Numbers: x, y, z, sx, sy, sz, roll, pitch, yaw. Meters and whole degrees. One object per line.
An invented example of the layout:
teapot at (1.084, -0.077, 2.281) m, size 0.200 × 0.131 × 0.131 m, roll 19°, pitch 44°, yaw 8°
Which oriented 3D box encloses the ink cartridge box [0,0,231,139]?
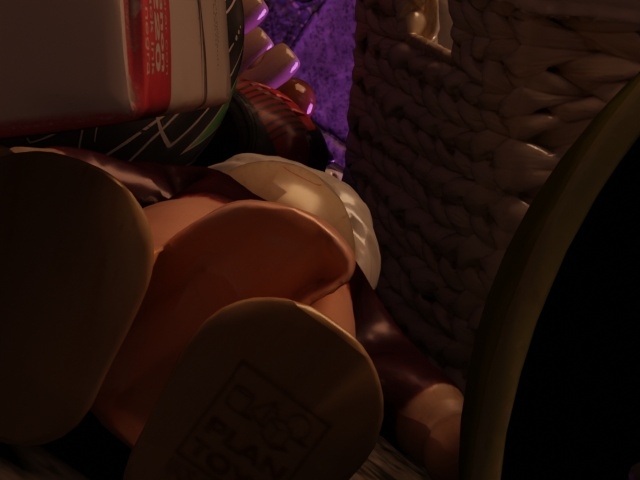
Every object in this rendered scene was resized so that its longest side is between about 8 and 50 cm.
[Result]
ink cartridge box at (-0.113, -0.070, 0.492) m, size 0.159 × 0.092 × 0.218 m, roll -6°, pitch 7°, yaw 3°

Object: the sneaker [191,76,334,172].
sneaker at (-0.112, -0.089, 1.116) m, size 0.276 × 0.097 × 0.135 m, roll 34°, pitch 4°, yaw 36°

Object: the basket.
basket at (0.197, -0.040, 0.982) m, size 0.331 × 0.266 × 0.328 m, roll 2°, pitch 13°, yaw -14°

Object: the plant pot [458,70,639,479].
plant pot at (0.154, 0.050, 0.510) m, size 0.275 × 0.274 × 0.293 m, roll 33°, pitch 0°, yaw -6°

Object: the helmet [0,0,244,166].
helmet at (-0.112, -0.086, 0.795) m, size 0.169 × 0.169 × 0.161 m, roll 32°, pitch -12°, yaw -15°

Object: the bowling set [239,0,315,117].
bowling set at (-0.107, -0.166, 1.905) m, size 0.200 × 0.154 × 0.287 m, roll 51°, pitch -3°, yaw -20°

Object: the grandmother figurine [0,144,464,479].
grandmother figurine at (-0.024, 0.018, 0.617) m, size 0.208 × 0.104 × 0.342 m, roll 42°, pitch 7°, yaw -3°

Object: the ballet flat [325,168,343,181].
ballet flat at (0.016, -0.013, 1.374) m, size 0.206 × 0.067 × 0.073 m, roll 34°, pitch 6°, yaw 20°

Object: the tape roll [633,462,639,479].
tape roll at (0.229, 0.102, 0.731) m, size 0.072 × 0.219 × 0.219 m, roll -19°, pitch 39°, yaw -32°
